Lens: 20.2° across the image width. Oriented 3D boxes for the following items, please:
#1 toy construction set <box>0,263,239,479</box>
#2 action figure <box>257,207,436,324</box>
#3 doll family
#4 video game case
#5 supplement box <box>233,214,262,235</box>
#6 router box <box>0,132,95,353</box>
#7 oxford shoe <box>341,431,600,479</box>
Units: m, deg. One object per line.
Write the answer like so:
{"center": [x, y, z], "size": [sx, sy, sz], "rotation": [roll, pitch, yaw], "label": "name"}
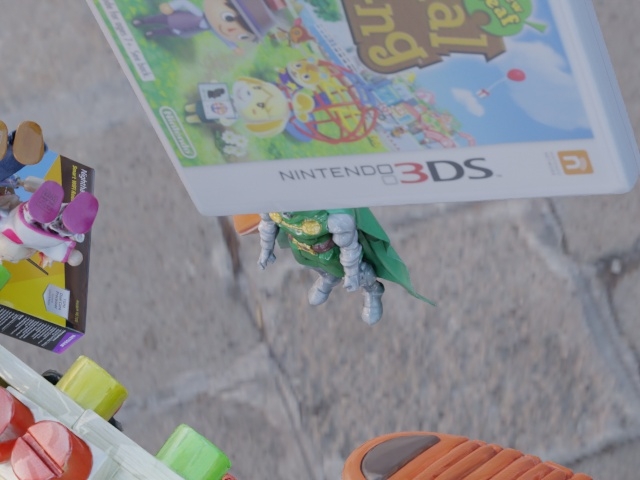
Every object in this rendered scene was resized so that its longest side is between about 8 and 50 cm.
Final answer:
{"center": [-0.140, 0.088, 0.761], "size": [0.151, 0.215, 0.327], "rotation": [-39, 53, -3], "label": "toy construction set"}
{"center": [0.000, 0.000, 1.320], "size": [0.137, 0.232, 0.063], "rotation": [16, 74, 19], "label": "action figure"}
{"center": [-0.292, -0.067, 1.387], "size": [0.263, 0.163, 0.118], "rotation": [19, 70, -26], "label": "doll family"}
{"center": [0.000, -0.094, 0.663], "size": [0.193, 0.212, 0.023], "rotation": [-3, 43, 27], "label": "video game case"}
{"center": [-0.045, -0.127, 1.456], "size": [0.078, 0.080, 0.233], "rotation": [-9, 81, -24], "label": "supplement box"}
{"center": [-0.263, -0.006, 1.527], "size": [0.133, 0.046, 0.179], "rotation": [23, 47, -31], "label": "router box"}
{"center": [0.145, 0.221, 0.806], "size": [0.364, 0.132, 0.130], "rotation": [35, 34, 23], "label": "oxford shoe"}
